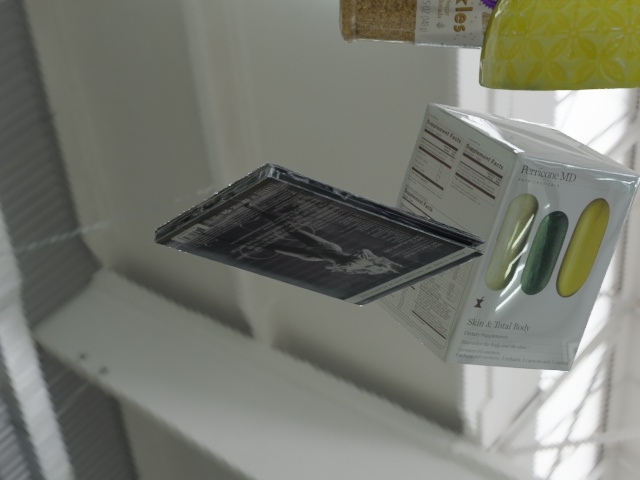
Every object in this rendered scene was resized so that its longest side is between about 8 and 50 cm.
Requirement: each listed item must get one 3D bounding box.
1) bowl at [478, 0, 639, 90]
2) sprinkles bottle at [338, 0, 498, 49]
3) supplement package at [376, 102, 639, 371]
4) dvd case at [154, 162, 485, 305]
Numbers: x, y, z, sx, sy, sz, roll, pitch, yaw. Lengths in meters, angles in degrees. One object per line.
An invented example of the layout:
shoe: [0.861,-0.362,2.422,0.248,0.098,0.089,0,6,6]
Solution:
bowl: [0.285,-0.226,1.236,0.289,0.289,0.156,8,-75,45]
sprinkles bottle: [0.203,-0.281,1.597,0.356,0.121,0.121,4,-45,6]
supplement package: [0.219,-0.003,1.659,0.198,0.199,0.262,41,-62,54]
dvd case: [0.000,0.000,1.120,0.221,0.018,0.164,19,-29,-33]
